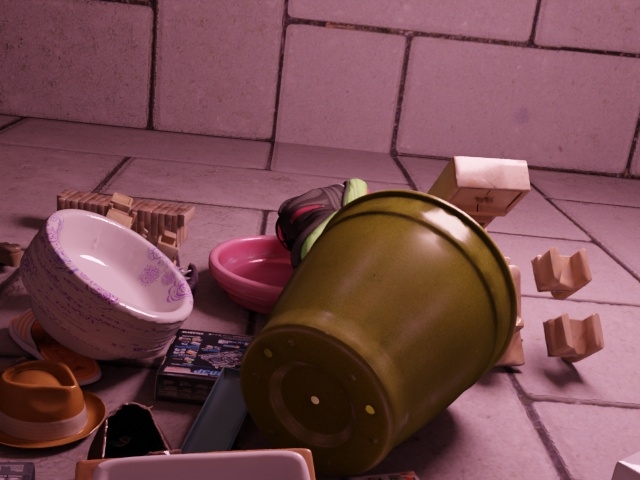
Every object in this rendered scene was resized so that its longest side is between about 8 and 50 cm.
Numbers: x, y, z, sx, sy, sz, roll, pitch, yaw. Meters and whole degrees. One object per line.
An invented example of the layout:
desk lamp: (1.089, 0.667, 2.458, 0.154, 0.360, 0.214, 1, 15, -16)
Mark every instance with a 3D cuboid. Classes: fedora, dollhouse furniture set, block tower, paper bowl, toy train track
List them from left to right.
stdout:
toy train track: (-0.510, 0.209, 1.280, 0.048, 0.014, 0.083, 4, 12, 16)
fedora: (-0.411, 0.229, 1.150, 0.194, 0.079, 0.194, 7, 19, -2)
paper bowl: (-0.370, 0.088, 1.325, 0.284, 0.148, 0.284, 34, 16, -11)
block tower: (-0.487, -0.052, 1.943, 0.335, 0.097, 0.091, 7, 18, 5)
dollhouse furniture set: (-0.366, 0.003, 1.574, 0.161, 0.101, 0.182, 21, 18, -14)
dollhouse furniture set: (0.315, 0.067, 1.583, 0.362, 0.394, 0.256, 2, -23, -11)

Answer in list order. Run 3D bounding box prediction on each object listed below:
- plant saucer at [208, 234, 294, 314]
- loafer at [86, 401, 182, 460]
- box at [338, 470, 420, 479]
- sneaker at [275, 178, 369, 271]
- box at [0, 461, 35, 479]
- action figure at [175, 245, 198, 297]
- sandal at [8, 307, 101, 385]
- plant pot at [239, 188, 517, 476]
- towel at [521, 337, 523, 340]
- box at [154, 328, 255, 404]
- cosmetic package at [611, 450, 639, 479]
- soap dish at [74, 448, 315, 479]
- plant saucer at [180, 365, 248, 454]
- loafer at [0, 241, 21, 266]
plant saucer: (-0.079, 0.079, 1.705, 0.332, 0.084, 0.332, 6, 19, -2)
loafer: (-0.208, 0.309, 0.901, 0.133, 0.130, 0.366, -4, 21, -28)
box: (0.106, 0.368, 0.981, 0.114, 0.036, 0.207, 0, 20, -18)
sneaker: (0.000, 0.000, 1.633, 0.202, 0.185, 0.483, -9, 13, 10)
box: (-0.453, 0.325, 0.879, 0.232, 0.059, 0.183, 3, 19, -14)
action figure: (-0.388, 0.089, 1.553, 0.185, 0.099, 0.285, 28, 31, 36)
sandal: (-0.447, 0.161, 1.343, 0.102, 0.076, 0.265, -10, 24, -41)
plant pot: (0.069, 0.155, 1.178, 0.366, 0.366, 0.353, 15, 30, 24)
towel: (0.375, 0.194, 1.636, 0.060, 0.009, 0.083, -5, 22, -33)
box: (-0.152, 0.216, 1.320, 0.220, 0.051, 0.175, 6, 19, -1)
cosmetic package: (0.519, 0.360, 0.994, 0.224, 0.138, 0.224, -10, 24, -37)
soap dish: (-0.105, 0.339, 0.701, 0.229, 0.118, 0.291, 1, 53, -15)
plant saucer: (-0.145, 0.262, 1.159, 0.067, 0.018, 0.192, 13, 35, 8)
loafer: (-0.691, 0.031, 1.694, 0.056, 0.050, 0.148, -4, 5, -39)
